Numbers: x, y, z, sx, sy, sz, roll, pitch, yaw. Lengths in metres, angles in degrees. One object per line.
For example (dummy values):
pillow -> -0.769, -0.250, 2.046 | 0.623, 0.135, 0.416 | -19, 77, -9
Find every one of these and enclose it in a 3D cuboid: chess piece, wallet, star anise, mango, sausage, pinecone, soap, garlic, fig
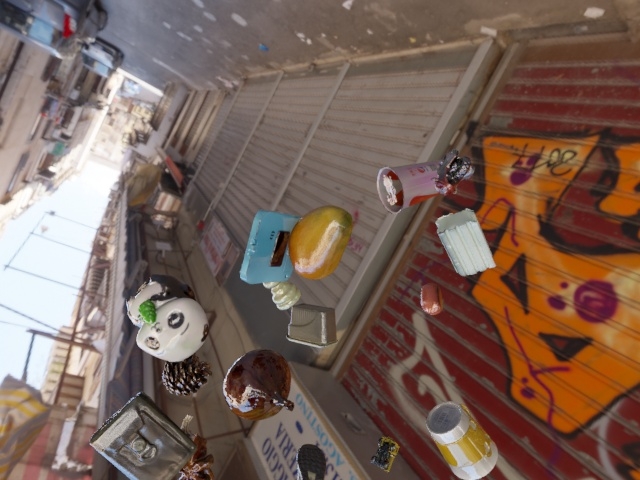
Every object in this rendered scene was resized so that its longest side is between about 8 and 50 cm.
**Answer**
chess piece -> -0.210, 0.196, 1.882 | 0.243, 0.133, 0.133 | 55, 176, -19
wallet -> -0.466, 0.550, 1.088 | 0.245, 0.168, 0.052 | 52, 153, -15
star anise -> -0.415, 0.729, 1.311 | 0.196, 0.212, 0.111 | 25, -164, 15
mango -> -0.007, 0.000, 1.241 | 0.176, 0.254, 0.139 | 26, -159, 8
sausage -> 0.310, 0.164, 1.127 | 0.054, 0.094, 0.059 | -15, 138, 26
pinecone -> -0.581, 0.573, 1.751 | 0.184, 0.205, 0.179 | 42, -148, -33
soap -> 0.560, 0.009, 1.564 | 0.261, 0.150, 0.094 | 56, -157, -29
garlic -> -0.573, 0.854, 1.731 | 0.127, 0.194, 0.131 | -5, 143, 22
fig -> -0.199, 0.476, 1.332 | 0.235, 0.234, 0.214 | 25, 165, -23

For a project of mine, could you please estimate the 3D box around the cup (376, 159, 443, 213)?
cup -> 0.404, -0.237, 1.666 | 0.289, 0.202, 0.203 | -18, -156, -18

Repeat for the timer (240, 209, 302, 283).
timer -> -0.167, 0.016, 1.303 | 0.092, 0.231, 0.250 | 19, -174, 26

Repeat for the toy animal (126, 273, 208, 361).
toy animal -> -0.475, 0.241, 1.251 | 0.213, 0.212, 0.267 | 22, -165, -45

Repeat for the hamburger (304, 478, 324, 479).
hamburger -> -0.067, 0.761, 1.013 | 0.302, 0.186, 0.260 | 45, -154, -27

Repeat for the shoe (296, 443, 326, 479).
shoe -> -0.045, 1.066, 1.748 | 0.133, 0.170, 0.336 | 4, -155, -2

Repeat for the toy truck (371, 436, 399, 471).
toy truck -> 0.186, 0.601, 1.139 | 0.049, 0.083, 0.054 | 4, 144, 44

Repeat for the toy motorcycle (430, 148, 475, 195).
toy motorcycle -> 0.377, -0.196, 1.164 | 0.082, 0.122, 0.213 | 33, -159, -5

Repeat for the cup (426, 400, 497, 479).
cup -> 0.511, 0.700, 1.478 | 0.226, 0.185, 0.241 | 53, -146, -13

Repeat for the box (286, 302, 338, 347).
box -> -0.042, 0.416, 2.004 | 0.274, 0.178, 0.138 | 2, -176, 39
